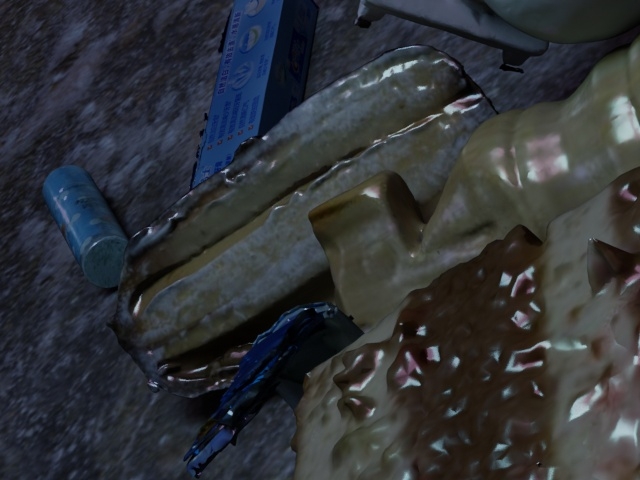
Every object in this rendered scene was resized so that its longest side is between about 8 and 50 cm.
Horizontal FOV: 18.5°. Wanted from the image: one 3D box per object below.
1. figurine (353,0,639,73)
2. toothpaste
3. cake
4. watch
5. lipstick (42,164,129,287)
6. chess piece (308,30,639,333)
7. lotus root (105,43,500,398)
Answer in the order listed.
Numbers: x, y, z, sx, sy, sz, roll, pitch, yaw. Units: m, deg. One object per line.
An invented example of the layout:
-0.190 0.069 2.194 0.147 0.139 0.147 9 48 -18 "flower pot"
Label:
0.127 -0.178 1.196 0.144 0.182 0.256 -56 13 -10 "figurine"
-0.052 -0.109 1.591 0.066 0.053 0.272 -22 37 26 "toothpaste"
0.147 0.147 0.829 0.290 0.282 0.256 -30 31 26 "cake"
0.041 0.167 1.064 0.068 0.276 0.274 -32 7 10 "watch"
-0.195 -0.013 1.648 0.048 0.048 0.158 -43 31 3 "lipstick"
0.125 -0.015 1.208 0.301 0.137 0.137 -29 34 30 "chess piece"
-0.001 0.000 1.349 0.329 0.167 0.078 -30 -10 22 "lotus root"
